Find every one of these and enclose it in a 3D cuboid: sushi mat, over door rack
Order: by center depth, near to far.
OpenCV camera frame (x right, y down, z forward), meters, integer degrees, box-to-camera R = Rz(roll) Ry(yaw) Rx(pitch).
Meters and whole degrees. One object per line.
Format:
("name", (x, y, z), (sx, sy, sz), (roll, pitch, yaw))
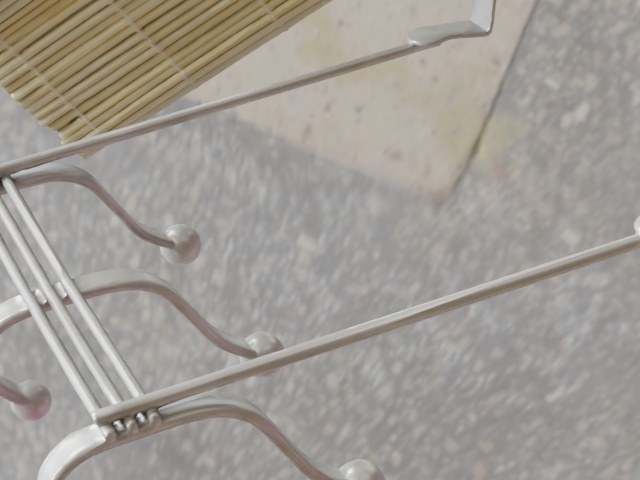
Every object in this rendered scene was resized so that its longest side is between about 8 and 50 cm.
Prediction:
("over door rack", (0.000, 0.000, 0.790), (0.324, 0.108, 0.239), (-27, 37, -11))
("sushi mat", (-0.065, -0.157, 0.925), (0.151, 0.317, 0.019), (39, 33, -37))
